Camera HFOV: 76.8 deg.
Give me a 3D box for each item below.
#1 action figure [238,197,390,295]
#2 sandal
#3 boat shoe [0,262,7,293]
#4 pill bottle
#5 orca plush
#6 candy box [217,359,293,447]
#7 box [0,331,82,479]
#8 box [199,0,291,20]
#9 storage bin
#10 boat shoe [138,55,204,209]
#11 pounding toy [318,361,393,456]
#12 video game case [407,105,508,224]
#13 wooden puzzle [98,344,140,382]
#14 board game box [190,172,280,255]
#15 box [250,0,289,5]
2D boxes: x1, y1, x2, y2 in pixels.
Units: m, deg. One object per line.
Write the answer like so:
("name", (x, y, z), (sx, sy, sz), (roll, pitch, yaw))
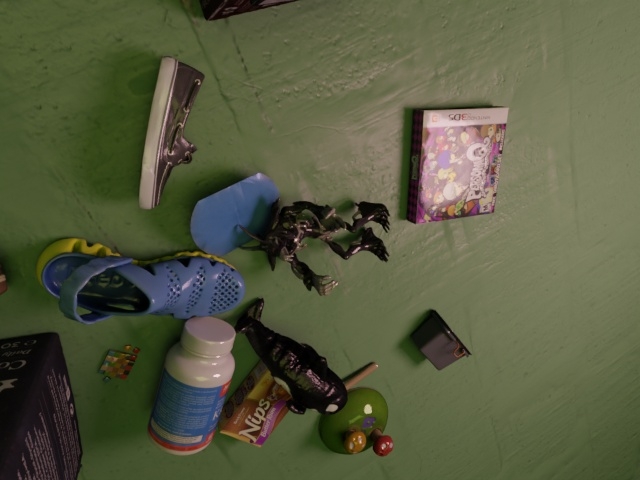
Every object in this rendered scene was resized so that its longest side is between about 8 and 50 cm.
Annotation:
("action figure", (0.000, 0.000, 0.729), (0.276, 0.141, 0.164), (-9, 124, -22))
("sandal", (-0.272, 0.082, 0.644), (0.318, 0.138, 0.126), (5, 104, -27))
("boat shoe", (-0.579, 0.054, 0.536), (0.258, 0.095, 0.095), (-12, 99, -26))
("pill bottle", (-0.227, 0.257, 0.732), (0.124, 0.124, 0.221), (12, 104, -27))
("orca plush", (-0.028, 0.228, 0.791), (0.102, 0.151, 0.287), (-34, 93, 31))
("candy box", (-0.118, 0.332, 0.848), (0.109, 0.053, 0.186), (38, 90, -29))
("box", (-0.570, 0.371, 0.428), (0.480, 0.472, 0.297), (-6, 111, -22))
("box", (-0.092, -0.419, 0.517), (0.167, 0.168, 0.203), (-23, 115, -15))
("storage bin", (0.291, 0.253, 0.978), (0.091, 0.098, 0.135), (-40, 120, 6))
("boat shoe", (-0.225, -0.154, 0.615), (0.076, 0.080, 0.228), (10, 97, -25))
("pounding toy", (0.095, 0.433, 0.944), (0.183, 0.110, 0.236), (-19, 115, -16))
("video game case", (0.286, -0.159, 0.849), (0.210, 0.042, 0.232), (-8, 112, -19))
("wooden puzzle", (-0.365, 0.223, 0.728), (0.049, 0.006, 0.083), (25, 97, -29))
("board game box", (-0.150, -0.049, 0.701), (0.169, 0.033, 0.133), (-30, 141, -21))
("box", (0.015, -0.381, 0.448), (0.233, 0.059, 0.183), (-20, 116, -18))
